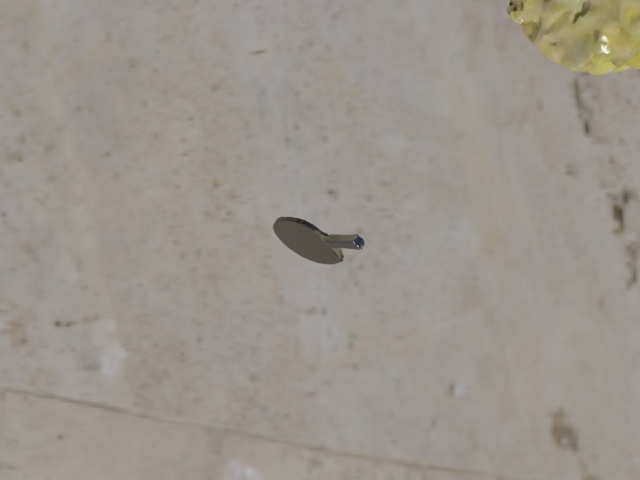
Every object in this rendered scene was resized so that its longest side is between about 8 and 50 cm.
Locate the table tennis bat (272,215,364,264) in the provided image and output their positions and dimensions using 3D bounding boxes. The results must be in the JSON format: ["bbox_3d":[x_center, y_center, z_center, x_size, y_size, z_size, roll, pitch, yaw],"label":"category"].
[{"bbox_3d":[0.000,0.000,1.208,0.050,0.083,0.007,46,63,-30],"label":"table tennis bat"}]

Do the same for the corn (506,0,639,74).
[{"bbox_3d":[0.115,-0.087,0.435,0.165,0.085,0.063,-25,92,-35],"label":"corn"}]
